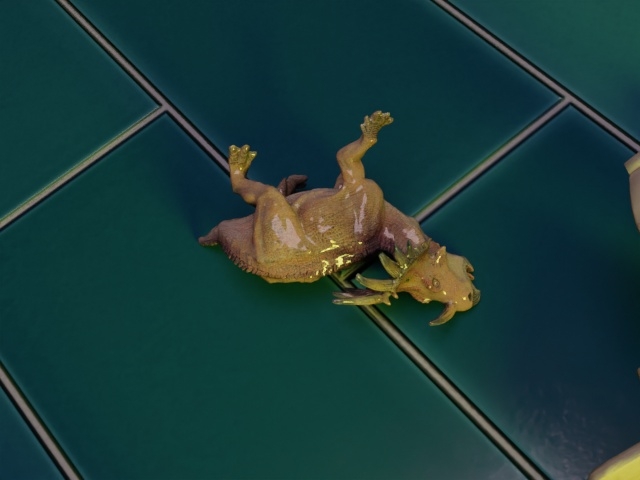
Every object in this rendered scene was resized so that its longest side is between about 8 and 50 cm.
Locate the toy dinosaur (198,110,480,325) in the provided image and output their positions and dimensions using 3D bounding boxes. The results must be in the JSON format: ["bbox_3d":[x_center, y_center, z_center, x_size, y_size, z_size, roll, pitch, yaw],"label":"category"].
[{"bbox_3d":[0.000,0.000,1.096,0.296,0.127,0.200,-10,64,12],"label":"toy dinosaur"}]

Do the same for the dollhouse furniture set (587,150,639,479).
[{"bbox_3d":[0.290,0.046,0.948,0.174,0.303,0.355,-40,48,31],"label":"dollhouse furniture set"}]
